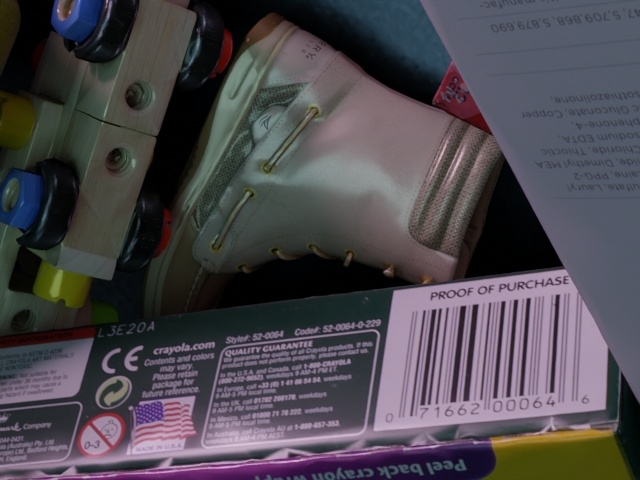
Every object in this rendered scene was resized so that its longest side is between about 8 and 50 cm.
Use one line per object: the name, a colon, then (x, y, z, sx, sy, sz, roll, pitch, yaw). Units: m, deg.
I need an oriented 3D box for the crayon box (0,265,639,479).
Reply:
crayon box: (0.018, 0.165, 0.855, 0.363, 0.106, 0.313, -8, 137, 21)

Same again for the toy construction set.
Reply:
toy construction set: (-0.163, -0.075, 0.889, 0.215, 0.151, 0.327, 25, 113, 53)

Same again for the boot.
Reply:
boot: (0.000, 0.000, 0.898, 0.165, 0.077, 0.213, 26, 114, 6)

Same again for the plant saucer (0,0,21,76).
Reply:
plant saucer: (-0.226, -0.088, 0.812, 0.188, 0.045, 0.188, 41, 115, 32)

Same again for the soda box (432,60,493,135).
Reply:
soda box: (0.152, -0.169, 0.778, 0.083, 0.092, 0.263, 27, 114, 6)

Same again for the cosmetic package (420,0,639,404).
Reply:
cosmetic package: (0.199, -0.056, 0.642, 0.156, 0.217, 0.385, 2, 134, 40)
